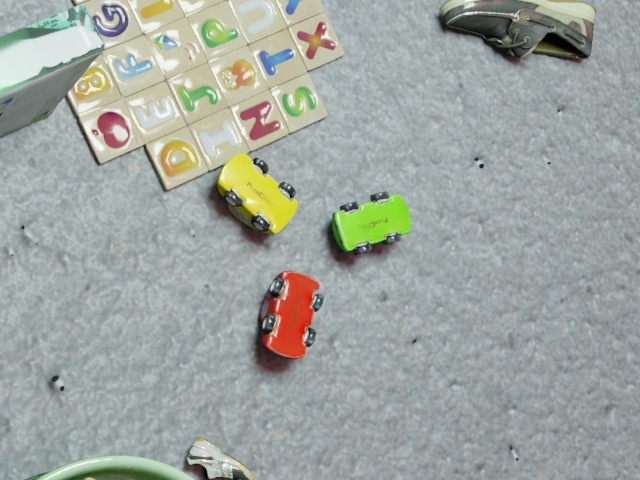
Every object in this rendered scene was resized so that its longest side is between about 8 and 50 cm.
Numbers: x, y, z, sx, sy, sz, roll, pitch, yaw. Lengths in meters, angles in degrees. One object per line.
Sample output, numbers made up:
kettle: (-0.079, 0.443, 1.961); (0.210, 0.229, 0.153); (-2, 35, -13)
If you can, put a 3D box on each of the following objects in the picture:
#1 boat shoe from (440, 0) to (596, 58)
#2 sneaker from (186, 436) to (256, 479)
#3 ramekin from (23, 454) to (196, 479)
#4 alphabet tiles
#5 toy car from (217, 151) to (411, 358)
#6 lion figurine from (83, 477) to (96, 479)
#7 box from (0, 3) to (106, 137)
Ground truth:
boat shoe: (0.253, -0.264, 1.901); (0.223, 0.080, 0.073); (0, 77, -30)
sneaker: (-0.110, 0.250, 1.677); (0.083, 0.032, 0.037); (35, 83, -12)
ramekin: (-0.231, 0.366, 1.523); (0.303, 0.148, 0.303); (4, 82, -28)
alphabet tiles: (-0.143, -0.229, 1.744); (0.342, 0.011, 0.285); (-27, 94, -26)
toy car: (0.000, 0.000, 1.753); (0.225, 0.053, 0.239); (-17, 90, -27)
lion figurine: (-0.204, 0.430, 1.367); (0.240, 0.142, 0.392); (29, 75, -15)
box: (-0.385, -0.116, 1.486); (0.322, 0.232, 0.058); (-29, 90, -27)
